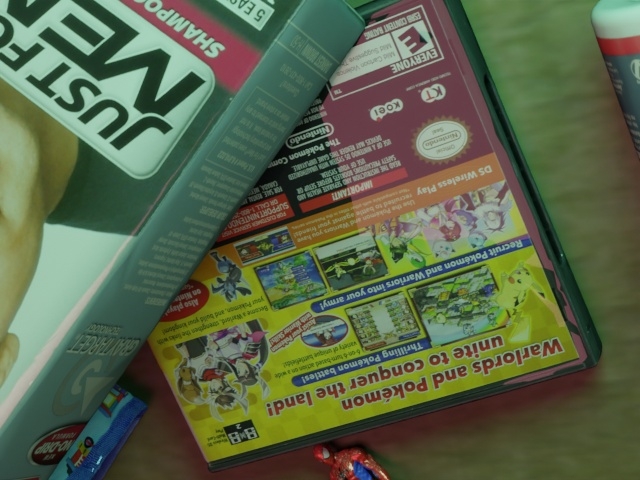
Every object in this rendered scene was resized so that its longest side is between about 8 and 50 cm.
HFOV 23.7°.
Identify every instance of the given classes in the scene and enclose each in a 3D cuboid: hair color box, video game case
[{"bbox_3d":[-0.164,-0.028,0.846,0.185,0.113,0.374,36,95,15],"label":"hair color box"},{"bbox_3d":[0.000,0.000,0.940,0.275,0.035,0.248,-19,104,23],"label":"video game case"}]

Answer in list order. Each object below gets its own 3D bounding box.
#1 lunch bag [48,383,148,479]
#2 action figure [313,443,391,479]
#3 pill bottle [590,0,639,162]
[{"bbox_3d":[-0.288,0.174,1.072,0.221,0.138,0.293,34,130,3],"label":"lunch bag"},{"bbox_3d":[0.042,0.170,0.999,0.115,0.030,0.038,39,123,3],"label":"action figure"},{"bbox_3d":[0.220,-0.056,0.803,0.108,0.108,0.180,-17,106,23],"label":"pill bottle"}]
